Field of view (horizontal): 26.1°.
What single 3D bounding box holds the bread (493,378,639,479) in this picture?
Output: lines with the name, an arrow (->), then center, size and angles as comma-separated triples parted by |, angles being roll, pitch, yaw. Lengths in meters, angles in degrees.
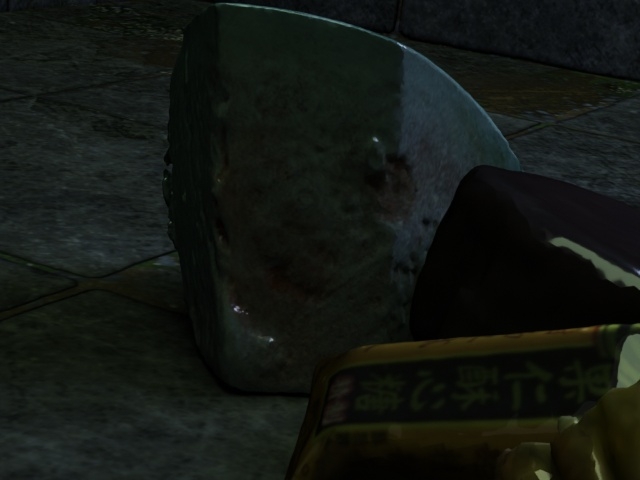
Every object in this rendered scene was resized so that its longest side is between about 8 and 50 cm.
bread -> 0.188, 0.138, 0.499 | 0.274, 0.274, 0.149 | 7, 47, 2

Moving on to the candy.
candy -> 0.109, 0.095, 0.682 | 0.271, 0.101, 0.143 | -10, 38, 21

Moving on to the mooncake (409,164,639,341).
mooncake -> 0.193, 0.066, 0.855 | 0.283, 0.141, 0.283 | 20, 15, -6

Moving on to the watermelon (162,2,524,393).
watermelon -> 0.000, 0.000, 0.977 | 0.228, 0.258, 0.387 | 3, -34, 46
